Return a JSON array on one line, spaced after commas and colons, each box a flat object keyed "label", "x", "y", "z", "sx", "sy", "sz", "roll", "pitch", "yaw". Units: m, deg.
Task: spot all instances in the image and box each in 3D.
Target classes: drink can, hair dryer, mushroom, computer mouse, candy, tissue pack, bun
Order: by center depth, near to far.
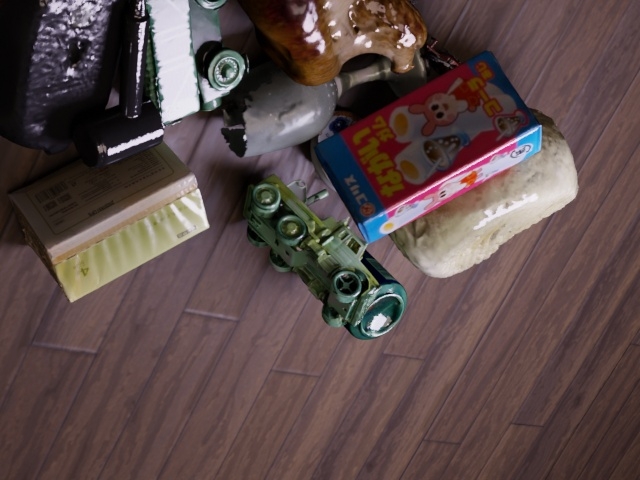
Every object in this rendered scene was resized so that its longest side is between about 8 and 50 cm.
[{"label": "computer mouse", "x": -0.344, "y": -0.256, "z": 1.607, "sx": 0.183, "sy": 0.116, "sz": 0.323, "roll": -16, "pitch": 143, "yaw": -36}, {"label": "hair dryer", "x": -0.255, "y": -0.207, "z": 1.615, "sx": 0.114, "sy": 0.070, "sz": 0.248, "roll": -27, "pitch": 146, "yaw": -36}, {"label": "mushroom", "x": 0.025, "y": -0.371, "z": 1.679, "sx": 0.345, "sy": 0.259, "sz": 0.346, "roll": 17, "pitch": 90, "yaw": -77}, {"label": "tissue pack", "x": -0.300, "y": -0.041, "z": 1.766, "sx": 0.234, "sy": 0.159, "sz": 0.125, "roll": -30, "pitch": 134, "yaw": -17}, {"label": "candy", "x": 0.161, "y": -0.139, "z": 1.867, "sx": 0.305, "sy": 0.157, "sz": 0.100, "roll": -29, "pitch": 158, "yaw": -2}, {"label": "bun", "x": 0.249, "y": -0.095, "z": 2.056, "sx": 0.352, "sy": 0.227, "sz": 0.349, "roll": -28, "pitch": 169, "yaw": -19}, {"label": "drink can", "x": 0.048, "y": 0.068, "z": 2.072, "sx": 0.118, "sy": 0.205, "sz": 0.118, "roll": -20, "pitch": 132, "yaw": -24}]

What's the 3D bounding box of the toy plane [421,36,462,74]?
[{"label": "toy plane", "x": 0.205, "y": -0.291, "z": 2.038, "sx": 0.145, "sy": 0.060, "sz": 0.037, "roll": 34, "pitch": 97, "yaw": -30}]

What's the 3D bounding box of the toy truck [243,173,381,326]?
[{"label": "toy truck", "x": 0.000, "y": 0.004, "z": 1.946, "sx": 0.135, "sy": 0.259, "sz": 0.128, "roll": -34, "pitch": 162, "yaw": -23}]

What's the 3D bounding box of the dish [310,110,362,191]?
[{"label": "dish", "x": 0.023, "y": -0.132, "z": 2.009, "sx": 0.141, "sy": 0.078, "sz": 0.141, "roll": 14, "pitch": 69, "yaw": -38}]

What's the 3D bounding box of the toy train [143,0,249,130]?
[{"label": "toy train", "x": -0.191, "y": -0.286, "z": 1.705, "sx": 0.154, "sy": 0.115, "sz": 0.269, "roll": -25, "pitch": 133, "yaw": -27}]

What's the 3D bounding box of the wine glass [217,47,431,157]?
[{"label": "wine glass", "x": 0.001, "y": -0.223, "z": 1.876, "sx": 0.321, "sy": 0.143, "sz": 0.143, "roll": -22, "pitch": 131, "yaw": -23}]
